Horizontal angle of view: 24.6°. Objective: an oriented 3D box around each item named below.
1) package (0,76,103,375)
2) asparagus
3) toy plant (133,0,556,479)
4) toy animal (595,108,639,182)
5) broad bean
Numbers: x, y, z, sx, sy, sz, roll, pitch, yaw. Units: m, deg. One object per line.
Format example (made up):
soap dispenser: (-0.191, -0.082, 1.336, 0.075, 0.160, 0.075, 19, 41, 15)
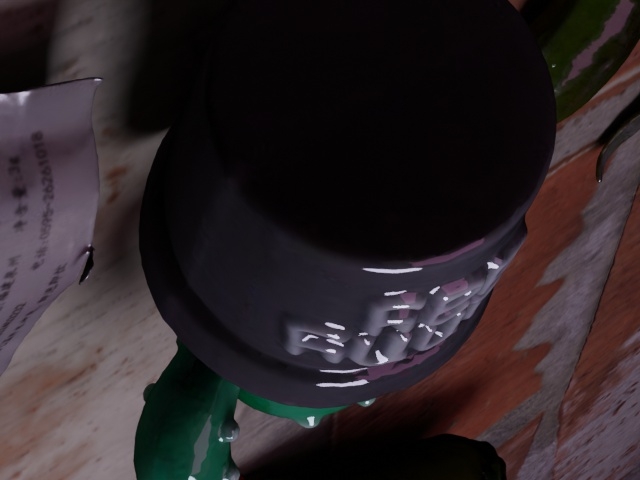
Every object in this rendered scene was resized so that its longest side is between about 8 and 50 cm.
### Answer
package: (-0.208, 0.041, 0.660, 0.204, 0.062, 0.251, -18, 147, -40)
asparagus: (0.015, 0.233, 1.188, 0.382, 0.128, 0.108, -2, 95, -52)
toy plant: (-0.005, 0.012, 0.766, 0.400, 0.185, 0.279, 112, -2, -71)
toy animal: (0.317, -0.109, 1.145, 0.219, 0.095, 0.155, -51, 149, 14)
broad bean: (0.190, -0.170, 0.911, 0.077, 0.061, 0.339, 6, 126, -43)
